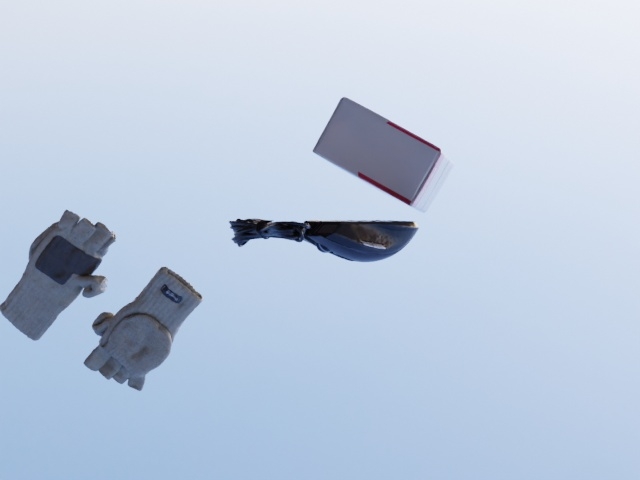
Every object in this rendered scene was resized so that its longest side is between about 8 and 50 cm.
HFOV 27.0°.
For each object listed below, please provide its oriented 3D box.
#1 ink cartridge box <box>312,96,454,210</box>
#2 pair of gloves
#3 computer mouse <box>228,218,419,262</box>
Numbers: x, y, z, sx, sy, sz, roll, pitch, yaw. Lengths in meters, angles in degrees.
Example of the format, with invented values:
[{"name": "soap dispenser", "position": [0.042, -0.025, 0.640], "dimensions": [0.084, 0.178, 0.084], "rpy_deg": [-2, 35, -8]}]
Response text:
[{"name": "ink cartridge box", "position": [0.101, -0.127, 2.051], "dimensions": [0.172, 0.100, 0.237], "rpy_deg": [30, -177, 9]}, {"name": "pair of gloves", "position": [-0.302, 0.082, 1.835], "dimensions": [0.240, 0.204, 0.042], "rpy_deg": [32, -158, -2]}, {"name": "computer mouse", "position": [0.000, 0.000, 1.880], "dimensions": [0.262, 0.060, 0.184], "rpy_deg": [0, -178, -41]}]
